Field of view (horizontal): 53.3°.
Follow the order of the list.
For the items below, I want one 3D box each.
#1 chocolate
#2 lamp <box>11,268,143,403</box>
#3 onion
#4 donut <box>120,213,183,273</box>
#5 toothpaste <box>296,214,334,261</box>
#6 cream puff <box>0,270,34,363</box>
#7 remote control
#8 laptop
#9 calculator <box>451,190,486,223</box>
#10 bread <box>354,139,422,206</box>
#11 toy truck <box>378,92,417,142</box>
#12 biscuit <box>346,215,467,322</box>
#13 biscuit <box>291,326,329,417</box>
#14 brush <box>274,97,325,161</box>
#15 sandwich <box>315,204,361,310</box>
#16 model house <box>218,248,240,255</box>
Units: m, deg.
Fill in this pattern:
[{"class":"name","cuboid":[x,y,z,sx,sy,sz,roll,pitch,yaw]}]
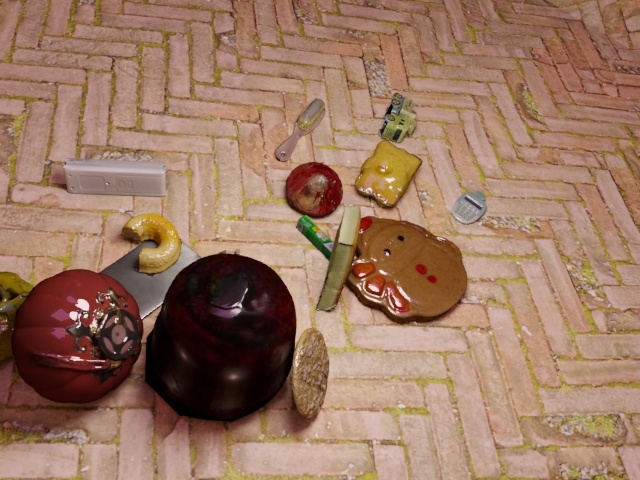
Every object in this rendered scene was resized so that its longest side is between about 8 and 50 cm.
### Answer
[{"class":"chocolate","cuboid":[-0.233,0.197,1.487,0.383,0.331,0.384,2,52,-3]},{"class":"lamp","cuboid":[-0.544,0.216,1.446,0.257,0.303,0.303,-5,46,28]},{"class":"onion","cuboid":[-0.014,-0.165,1.932,0.184,0.147,0.184,5,68,-12]},{"class":"donut","cuboid":[-0.456,-0.004,1.743,0.146,0.078,0.181,-22,61,-21]},{"class":"toothpaste","cuboid":[0.000,0.000,1.876,0.037,0.043,0.178,-32,66,-33]},{"class":"cream puff","cuboid":[-0.794,0.167,1.493,0.282,0.185,0.282,5,57,-8]},{"class":"remote control","cuboid":[-0.589,-0.183,1.845,0.277,0.103,0.055,2,51,-11]},{"class":"laptop","cuboid":[-0.458,0.089,1.727,0.187,0.015,0.269,39,56,17]},{"class":"calculator","cuboid":[0.486,-0.109,2.076,0.095,0.021,0.153,37,56,15]},{"class":"bread","cuboid":[0.212,-0.206,2.050,0.160,0.088,0.233,27,56,14]},{"class":"toy truck","cuboid":[0.281,-0.423,2.225,0.116,0.085,0.191,22,51,-2]},{"class":"biscuit","cuboid":[0.238,0.071,1.867,0.381,0.074,0.359,42,55,15]},{"class":"biscuit","cuboid":[-0.023,0.319,1.548,0.033,0.220,0.220,-3,49,21]},{"class":"brush","cuboid":[-0.066,-0.378,2.129,0.072,0.067,0.313,28,55,7]},{"class":"sandwich","cuboid":[0.057,0.044,1.766,0.063,0.245,0.212,17,37,-2]},{"class":"model house","cuboid":[-0.254,0.064,1.766,0.058,0.057,0.083,5,55,-14]}]
